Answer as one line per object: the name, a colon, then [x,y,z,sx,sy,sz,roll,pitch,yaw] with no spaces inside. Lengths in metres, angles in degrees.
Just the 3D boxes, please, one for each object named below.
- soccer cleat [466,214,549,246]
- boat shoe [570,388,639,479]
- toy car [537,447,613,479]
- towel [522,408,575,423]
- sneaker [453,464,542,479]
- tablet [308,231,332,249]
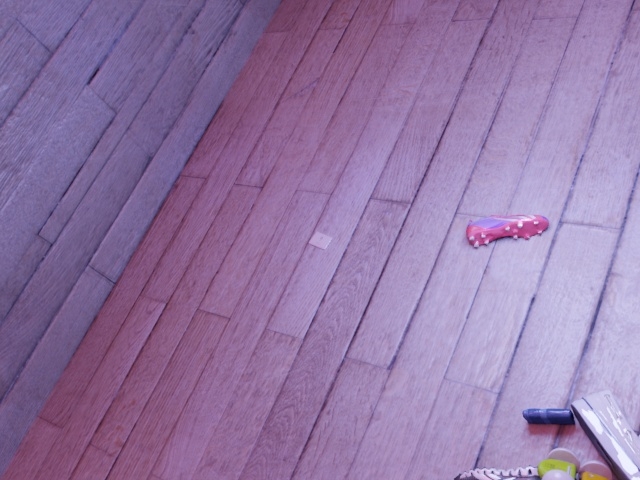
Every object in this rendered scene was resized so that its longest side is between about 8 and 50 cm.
soccer cleat: [0.563,-0.049,2.104,0.248,0.083,0.095,-15,47,26]
boat shoe: [0.741,0.489,1.584,0.157,0.135,0.367,-28,39,2]
toy car: [0.585,0.580,1.602,0.182,0.159,0.136,18,110,18]
towel: [0.576,0.441,1.748,0.120,0.067,0.029,-7,57,29]
sneaker: [0.439,0.616,1.702,0.234,0.078,0.106,-12,51,22]
tablet: [0.000,0.000,2.467,0.083,0.006,0.054,23,72,40]
